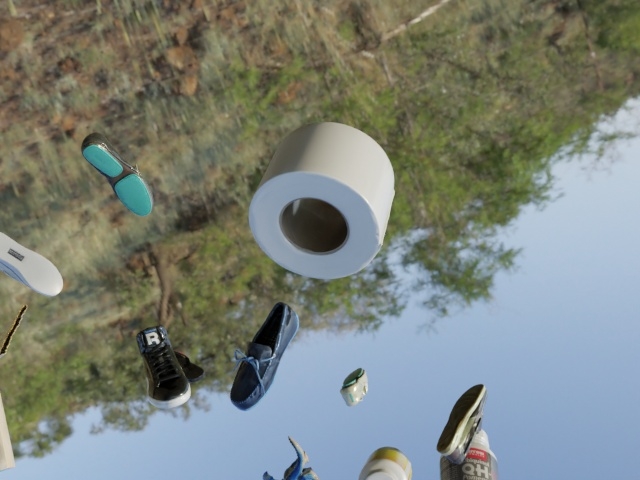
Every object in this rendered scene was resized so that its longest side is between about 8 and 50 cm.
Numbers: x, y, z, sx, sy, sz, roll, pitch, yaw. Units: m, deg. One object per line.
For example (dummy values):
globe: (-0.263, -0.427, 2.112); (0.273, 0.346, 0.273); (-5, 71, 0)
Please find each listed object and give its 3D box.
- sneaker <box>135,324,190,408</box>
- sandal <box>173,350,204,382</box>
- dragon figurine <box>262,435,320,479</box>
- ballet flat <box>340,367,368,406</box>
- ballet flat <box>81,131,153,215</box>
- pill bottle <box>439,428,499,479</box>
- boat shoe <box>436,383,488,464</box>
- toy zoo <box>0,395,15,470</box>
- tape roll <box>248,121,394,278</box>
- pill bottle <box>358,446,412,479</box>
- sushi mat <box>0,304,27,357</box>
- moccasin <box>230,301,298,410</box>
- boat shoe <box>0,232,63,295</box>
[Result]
sneaker: (-0.315, 0.232, 1.411); (0.079, 0.121, 0.217); (-19, -162, -19)
sandal: (-0.358, 0.305, 1.834); (0.179, 0.040, 0.067); (14, -146, 40)
dragon figurine: (-0.078, 0.561, 1.679); (0.144, 0.085, 0.289); (-26, 144, -12)
ballet flat: (0.112, 0.474, 2.338); (0.086, 0.086, 0.248); (-19, 178, 12)
ballet flat: (-0.551, -0.192, 2.026); (0.095, 0.280, 0.096); (-25, -141, 9)
pill bottle: (0.438, 0.709, 2.153); (0.176, 0.176, 0.319); (-19, -149, 20)
boat shoe: (0.364, 0.457, 1.819); (0.080, 0.073, 0.223); (-31, -165, 52)
toy zoo: (-0.667, 0.327, 1.204); (0.293, 0.193, 0.030); (-18, 165, -2)
tape roll: (0.006, -0.073, 1.357); (0.246, 0.246, 0.169); (-18, -148, 28)
pill bottle: (0.152, 0.563, 1.724); (0.117, 0.117, 0.215); (-20, 172, 8)
sushi mat: (-0.849, 0.281, 1.935); (0.316, 0.019, 0.152); (-35, -147, 48)
moccasin: (-0.185, 0.331, 2.169); (0.137, 0.117, 0.342); (7, -124, 27)
boat shoe: (-0.888, 0.078, 2.166); (0.088, 0.267, 0.096); (-33, -154, 54)
